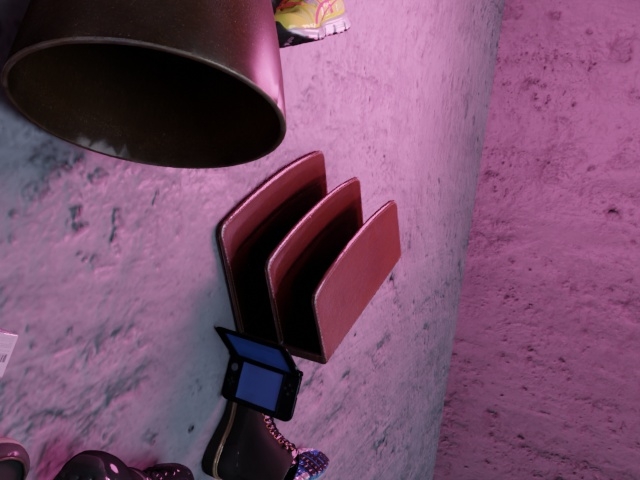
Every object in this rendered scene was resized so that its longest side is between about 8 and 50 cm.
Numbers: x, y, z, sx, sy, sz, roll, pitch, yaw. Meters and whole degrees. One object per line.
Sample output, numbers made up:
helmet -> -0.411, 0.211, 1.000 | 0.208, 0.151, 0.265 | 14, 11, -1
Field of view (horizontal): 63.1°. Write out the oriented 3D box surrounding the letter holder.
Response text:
letter holder -> 0.000, 0.000, 0.814 | 0.302, 0.152, 0.215 | -46, 137, -48

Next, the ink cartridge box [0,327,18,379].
ink cartridge box -> -0.288, 0.110, 0.419 | 0.048, 0.028, 0.083 | 38, 65, -61

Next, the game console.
game console -> -0.094, 0.186, 0.726 | 0.071, 0.122, 0.107 | 24, 79, -62

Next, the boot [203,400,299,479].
boot -> -0.074, 0.274, 0.783 | 0.077, 0.137, 0.198 | 50, 55, -57

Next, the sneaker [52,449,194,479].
sneaker -> -0.208, 0.298, 0.601 | 0.124, 0.107, 0.283 | -71, 160, -49

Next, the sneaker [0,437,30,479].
sneaker -> -0.287, 0.247, 0.372 | 0.222, 0.118, 0.083 | -43, 136, -50

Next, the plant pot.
plant pot -> -0.130, -0.208, 0.449 | 0.215, 0.215, 0.231 | 31, 59, -62

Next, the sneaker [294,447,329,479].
sneaker -> -0.054, 0.471, 0.989 | 0.190, 0.071, 0.083 | -21, 125, -50

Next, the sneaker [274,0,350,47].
sneaker -> -0.026, -0.327, 0.731 | 0.208, 0.081, 0.094 | -52, 136, -53
